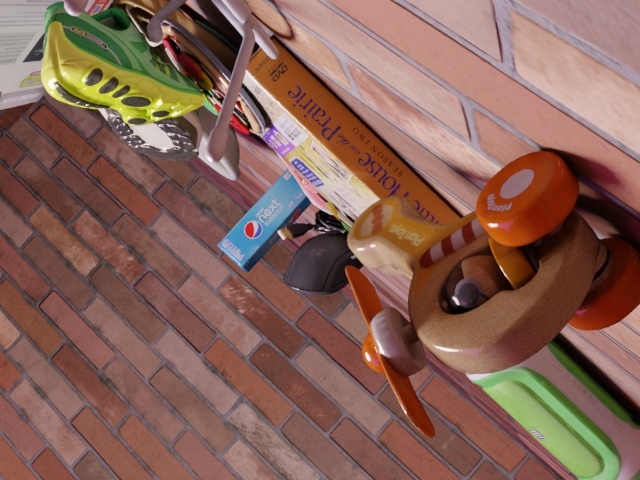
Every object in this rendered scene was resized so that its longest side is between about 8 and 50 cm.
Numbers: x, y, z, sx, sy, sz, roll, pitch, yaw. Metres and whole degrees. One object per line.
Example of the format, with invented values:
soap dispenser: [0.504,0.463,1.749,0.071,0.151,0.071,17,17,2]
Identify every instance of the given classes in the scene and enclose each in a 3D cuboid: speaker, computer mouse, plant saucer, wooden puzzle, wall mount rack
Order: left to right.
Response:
wall mount rack: [-0.164,-0.252,0.964,0.350,0.130,0.304,47,-174,-42]
plant saucer: [-0.278,-0.282,1.832,0.400,0.100,0.400,42,175,5]
computer mouse: [0.000,0.000,1.497,0.184,0.262,0.060,15,117,29]
wooden puzzle: [0.055,-0.008,1.419,0.116,0.014,0.078,40,175,34]
speaker: [0.333,0.227,1.351,0.296,0.131,0.131,43,174,-6]

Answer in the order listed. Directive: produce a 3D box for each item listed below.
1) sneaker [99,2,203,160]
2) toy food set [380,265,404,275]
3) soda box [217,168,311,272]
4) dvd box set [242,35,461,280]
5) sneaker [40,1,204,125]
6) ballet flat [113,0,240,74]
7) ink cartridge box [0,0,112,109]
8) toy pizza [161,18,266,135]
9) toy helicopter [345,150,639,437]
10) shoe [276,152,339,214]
sneaker: [-0.314,-0.306,1.505,0.158,0.182,0.410,-6,142,29]
toy food set: [0.086,-0.021,1.668,0.192,0.038,0.132,49,166,-11]
soda box: [-0.100,-0.040,1.866,0.067,0.210,0.071,41,174,12]
dvd box set: [0.053,-0.079,1.297,0.420,0.062,0.307,43,174,-5]
sneaker: [-0.225,-0.211,1.145,0.295,0.109,0.123,12,-113,-73]
ballet flat: [-0.203,-0.292,1.383,0.232,0.073,0.080,41,172,15]
ink cartridge box: [-0.388,-0.289,1.150,0.130,0.272,0.309,42,-160,3]
toy pizza: [-0.148,-0.207,1.270,0.201,0.032,0.201,45,173,7]
toy helicopter: [0.106,0.033,0.890,0.140,0.235,0.355,45,174,-24]
shoe: [-0.005,-0.101,1.504,0.178,0.063,0.081,49,177,-19]
